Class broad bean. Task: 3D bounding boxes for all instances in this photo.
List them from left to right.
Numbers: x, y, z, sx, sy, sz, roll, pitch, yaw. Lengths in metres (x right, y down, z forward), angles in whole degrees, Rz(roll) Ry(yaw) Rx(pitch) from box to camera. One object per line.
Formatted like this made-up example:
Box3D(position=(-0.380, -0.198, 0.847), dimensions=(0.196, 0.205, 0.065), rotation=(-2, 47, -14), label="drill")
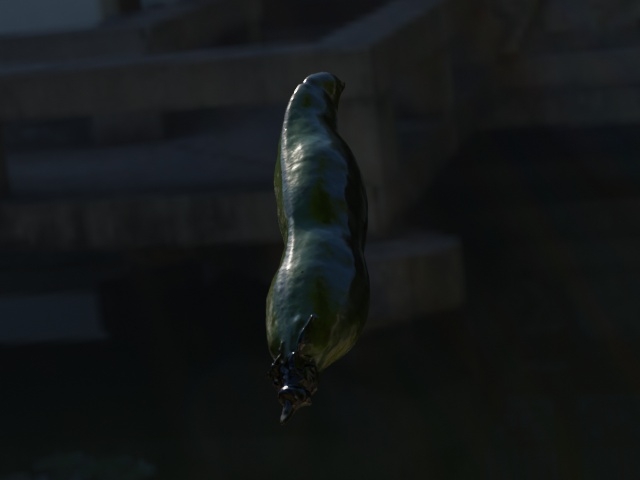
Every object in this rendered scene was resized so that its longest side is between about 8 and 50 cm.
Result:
Box3D(position=(0.000, 0.000, 1.286), dimensions=(0.061, 0.077, 0.339), rotation=(-41, 30, 31), label="broad bean")
